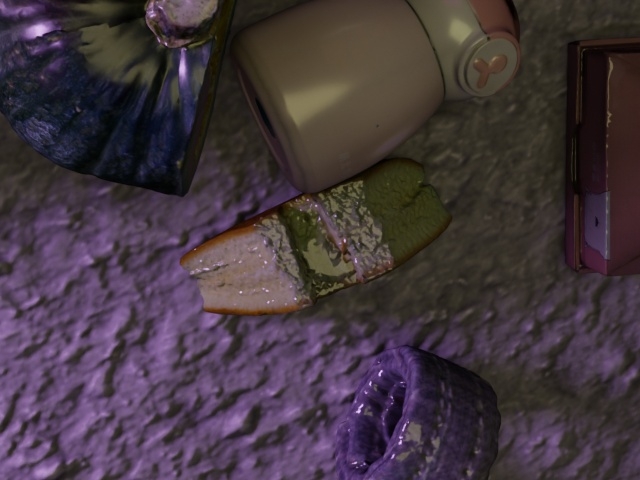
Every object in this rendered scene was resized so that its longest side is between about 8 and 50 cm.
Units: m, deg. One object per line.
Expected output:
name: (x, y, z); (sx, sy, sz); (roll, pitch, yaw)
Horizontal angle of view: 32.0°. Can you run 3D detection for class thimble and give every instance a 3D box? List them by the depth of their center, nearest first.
thimble: (0.086, 0.174, 0.994); (0.098, 0.150, 0.150); (24, 96, -18)

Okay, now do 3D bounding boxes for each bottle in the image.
bottle: (0.058, -0.149, 0.928); (0.237, 0.147, 0.147); (-25, 103, -6)

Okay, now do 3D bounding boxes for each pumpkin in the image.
pumpkin: (-0.159, -0.190, 0.830); (0.197, 0.263, 0.292); (11, 96, -7)

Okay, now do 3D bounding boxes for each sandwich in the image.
sandwich: (0.000, 0.000, 0.976); (0.244, 0.088, 0.090); (-23, 100, -4)

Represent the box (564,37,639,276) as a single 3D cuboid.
box: (0.338, -0.078, 1.015); (0.215, 0.086, 0.215); (-3, 102, -9)
